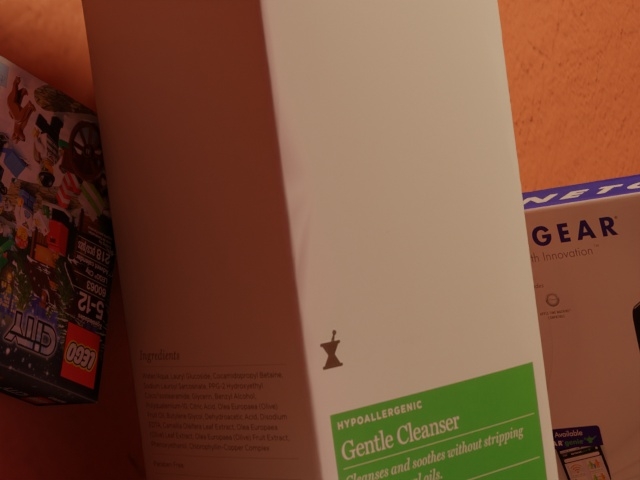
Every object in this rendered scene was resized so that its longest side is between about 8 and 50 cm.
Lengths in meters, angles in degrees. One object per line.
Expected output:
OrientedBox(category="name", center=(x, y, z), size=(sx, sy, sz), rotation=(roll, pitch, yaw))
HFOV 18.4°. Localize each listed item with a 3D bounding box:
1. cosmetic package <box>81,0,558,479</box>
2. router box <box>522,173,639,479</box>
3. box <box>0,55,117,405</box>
OrientedBox(category="cosmetic package", center=(0.000, 0.000, 1.097), size=(0.197, 0.155, 0.365), rotation=(-12, 96, -43))
OrientedBox(category="router box", center=(0.295, 0.095, 1.531), size=(0.082, 0.335, 0.301), rotation=(-30, 108, -58))
OrientedBox(category="box", center=(-0.188, -0.019, 1.004), size=(0.233, 0.044, 0.159), rotation=(31, 59, -55))
